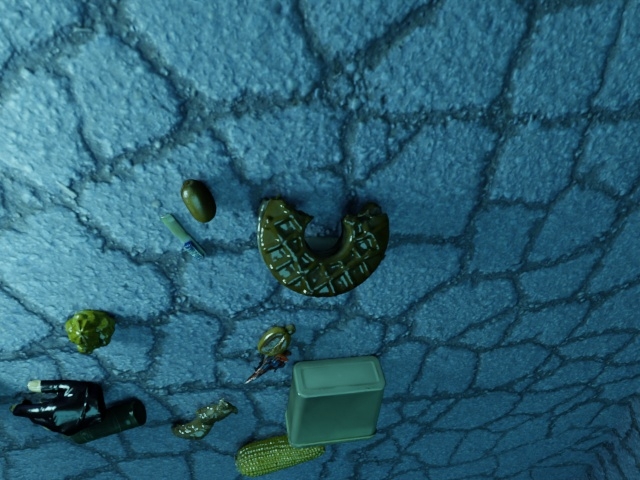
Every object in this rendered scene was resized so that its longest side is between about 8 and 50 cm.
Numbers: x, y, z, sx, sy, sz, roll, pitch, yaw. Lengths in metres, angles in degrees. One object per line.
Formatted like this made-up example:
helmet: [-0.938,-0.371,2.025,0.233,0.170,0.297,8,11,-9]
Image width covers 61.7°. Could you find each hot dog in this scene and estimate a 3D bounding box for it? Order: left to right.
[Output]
hot dog: [-0.145,0.330,1.793,0.089,0.060,0.140,38,109,-11]

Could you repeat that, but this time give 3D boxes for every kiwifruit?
kiwifruit: [-0.304,-0.098,1.343,0.075,0.075,0.125,-17,130,2]

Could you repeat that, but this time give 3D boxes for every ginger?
ginger: [-0.446,0.690,2.037,0.290,0.084,0.122,-32,138,17]

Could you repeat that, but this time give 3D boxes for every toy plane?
toy plane: [-0.192,0.434,1.869,0.189,0.061,0.130,-33,133,-1]

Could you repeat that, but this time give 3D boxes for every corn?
corn: [-0.170,0.900,2.268,0.386,0.144,0.144,-11,134,-7]

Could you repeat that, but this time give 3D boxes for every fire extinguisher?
fire extinguisher: [-0.791,0.652,1.915,0.310,0.095,0.115,-19,99,3]

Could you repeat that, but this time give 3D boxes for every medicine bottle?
medicine bottle: [0.059,0.020,1.555,0.230,0.059,0.059,2,132,-15]

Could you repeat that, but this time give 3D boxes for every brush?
brush: [-0.370,-0.004,1.449,0.033,0.030,0.179,-17,135,16]

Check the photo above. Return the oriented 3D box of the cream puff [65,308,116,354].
cream puff: [-0.676,0.276,1.575,0.146,0.116,0.146,-8,130,-9]

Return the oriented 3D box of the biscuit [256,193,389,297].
biscuit: [0.006,0.018,1.449,0.365,0.115,0.269,6,101,-13]

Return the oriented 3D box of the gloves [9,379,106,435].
gloves: [-0.870,0.545,1.773,0.300,0.152,0.198,-2,107,6]

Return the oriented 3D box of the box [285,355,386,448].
box: [0.054,0.612,2.029,0.351,0.178,0.344,-2,131,-11]
